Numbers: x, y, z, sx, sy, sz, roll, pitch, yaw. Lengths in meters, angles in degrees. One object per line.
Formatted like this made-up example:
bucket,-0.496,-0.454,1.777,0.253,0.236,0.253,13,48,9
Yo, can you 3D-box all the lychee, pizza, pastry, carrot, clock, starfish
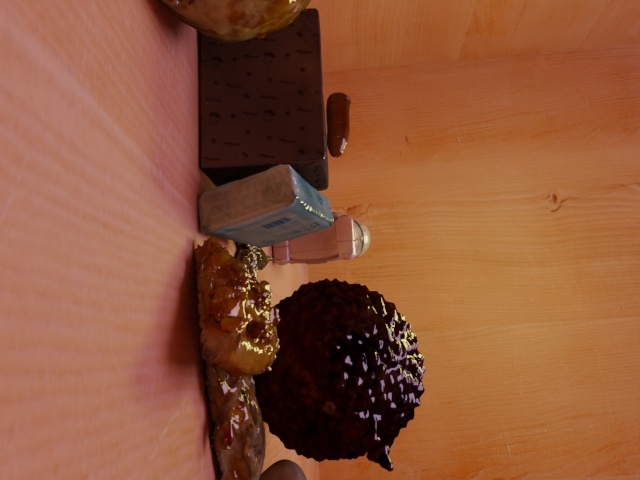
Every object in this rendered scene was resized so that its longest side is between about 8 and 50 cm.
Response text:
lychee,0.044,0.316,1.130,0.500,0.425,0.424,-114,-166,-53
pizza,-0.128,0.096,0.763,0.335,0.086,0.226,-70,138,-85
pastry,-0.127,-0.381,0.727,0.256,0.237,0.170,-91,-166,-72
carrot,0.033,-0.206,0.882,0.048,0.048,0.139,81,9,-60
pizza,-0.143,0.273,0.818,0.189,0.071,0.297,-71,151,-74
clock,0.000,0.000,1.736,0.326,0.342,0.184,16,74,-78
starfish,-0.153,0.024,1.108,0.277,0.062,0.235,-18,105,-80

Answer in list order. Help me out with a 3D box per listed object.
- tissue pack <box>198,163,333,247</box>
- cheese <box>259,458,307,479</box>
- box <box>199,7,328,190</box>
tissue pack,-0.091,-0.055,0.902,0.263,0.177,0.089,19,55,-74
cheese,-0.073,0.687,1.016,0.328,0.130,0.351,80,8,-46
box,-0.102,-0.253,0.931,0.190,0.225,0.297,72,15,-77
